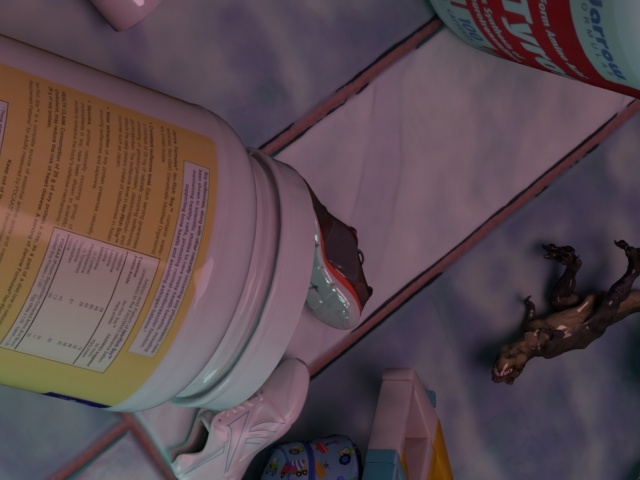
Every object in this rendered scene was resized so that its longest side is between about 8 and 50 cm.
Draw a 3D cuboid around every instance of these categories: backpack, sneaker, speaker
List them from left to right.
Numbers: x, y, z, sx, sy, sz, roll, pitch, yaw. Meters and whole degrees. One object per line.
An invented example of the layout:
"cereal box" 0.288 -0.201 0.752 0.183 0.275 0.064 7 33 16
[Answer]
"speaker" -0.180 -0.227 1.135 0.055 0.055 0.136 -47 117 -11
"sneaker" -0.069 0.157 1.281 0.152 0.053 0.061 -49 115 -9
"backpack" -0.024 0.250 1.271 0.116 0.158 0.173 9 83 -11
"sneaker" 0.000 0.000 1.291 0.065 0.061 0.158 -46 122 -42

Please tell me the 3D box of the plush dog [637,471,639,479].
"plush dog" 0.451 0.213 1.454 0.210 0.225 0.263 -9 113 -27

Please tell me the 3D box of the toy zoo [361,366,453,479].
"toy zoo" 0.074 0.249 1.288 0.293 0.030 0.192 -74 154 -43

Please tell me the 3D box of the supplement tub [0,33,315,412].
"supplement tub" -0.196 -0.010 1.069 0.331 0.241 0.241 19 92 -29

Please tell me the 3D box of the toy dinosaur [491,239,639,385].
"toy dinosaur" 0.264 0.059 1.431 0.268 0.064 0.118 -14 122 -27

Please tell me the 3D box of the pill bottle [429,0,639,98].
"pill bottle" 0.271 -0.224 1.161 0.229 0.407 0.229 -9 110 -27
